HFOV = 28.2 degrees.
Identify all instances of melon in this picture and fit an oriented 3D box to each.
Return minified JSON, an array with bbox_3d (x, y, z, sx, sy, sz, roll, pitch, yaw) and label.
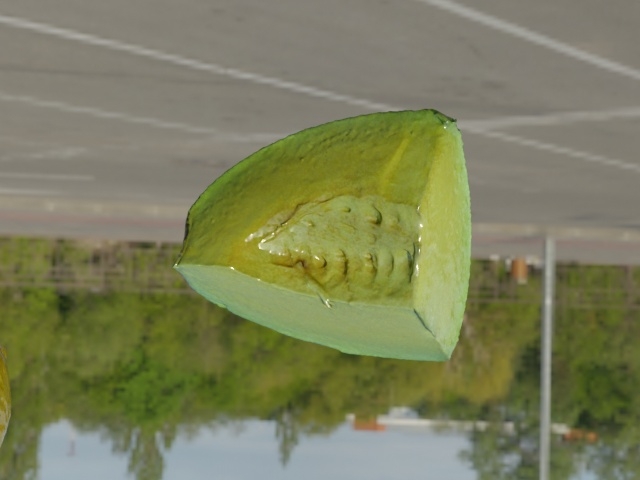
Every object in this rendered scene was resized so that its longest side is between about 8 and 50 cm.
[{"bbox_3d":[0.000,0.000,1.624,0.343,0.331,0.226,8,-155,26],"label":"melon"}]

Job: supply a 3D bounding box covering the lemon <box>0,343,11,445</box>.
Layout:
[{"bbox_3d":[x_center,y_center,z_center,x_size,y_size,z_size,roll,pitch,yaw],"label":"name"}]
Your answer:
[{"bbox_3d":[-0.349,0.127,1.037,0.192,0.192,0.231,2,-156,-18],"label":"lemon"}]
